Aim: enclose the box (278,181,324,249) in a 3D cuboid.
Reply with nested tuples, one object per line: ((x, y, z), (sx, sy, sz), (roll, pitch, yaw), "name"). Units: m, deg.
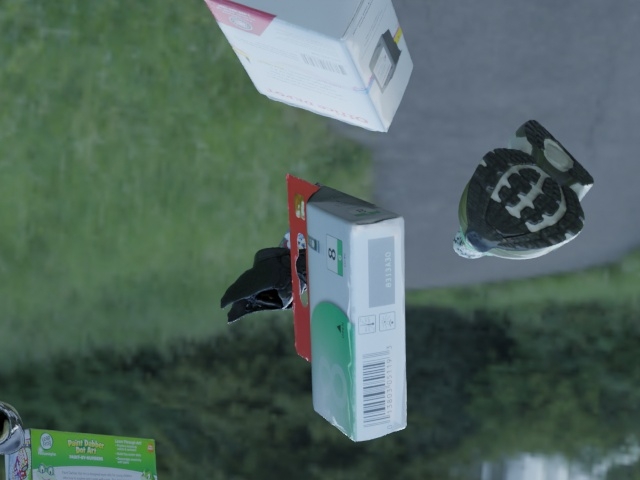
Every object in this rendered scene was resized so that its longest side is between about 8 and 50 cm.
((0.000, 0.000, 1.883), (0.094, 0.137, 0.027), (33, -161, 5), "box")

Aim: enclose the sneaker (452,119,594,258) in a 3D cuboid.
((0.248, -0.024, 1.789), (0.158, 0.182, 0.410), (42, -155, 7), "sneaker")

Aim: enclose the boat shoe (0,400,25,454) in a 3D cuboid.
((-0.335, 0.186, 1.352), (0.056, 0.049, 0.152), (-33, 148, -7), "boat shoe")

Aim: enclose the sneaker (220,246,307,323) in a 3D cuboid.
((-0.032, 0.048, 1.602), (0.170, 0.089, 0.051), (-7, 133, 17), "sneaker")

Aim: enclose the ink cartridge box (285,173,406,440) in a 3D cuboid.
((0.000, 0.048, 1.145), (0.056, 0.181, 0.224), (-9, -164, -26), "ink cartridge box")

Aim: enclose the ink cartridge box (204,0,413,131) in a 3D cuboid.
((-0.010, -0.295, 1.908), (0.226, 0.131, 0.306), (20, 168, 18), "ink cartridge box")

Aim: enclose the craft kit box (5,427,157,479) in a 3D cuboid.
((-0.309, 0.382, 1.787), (0.061, 0.247, 0.250), (-14, 162, 31), "craft kit box")
